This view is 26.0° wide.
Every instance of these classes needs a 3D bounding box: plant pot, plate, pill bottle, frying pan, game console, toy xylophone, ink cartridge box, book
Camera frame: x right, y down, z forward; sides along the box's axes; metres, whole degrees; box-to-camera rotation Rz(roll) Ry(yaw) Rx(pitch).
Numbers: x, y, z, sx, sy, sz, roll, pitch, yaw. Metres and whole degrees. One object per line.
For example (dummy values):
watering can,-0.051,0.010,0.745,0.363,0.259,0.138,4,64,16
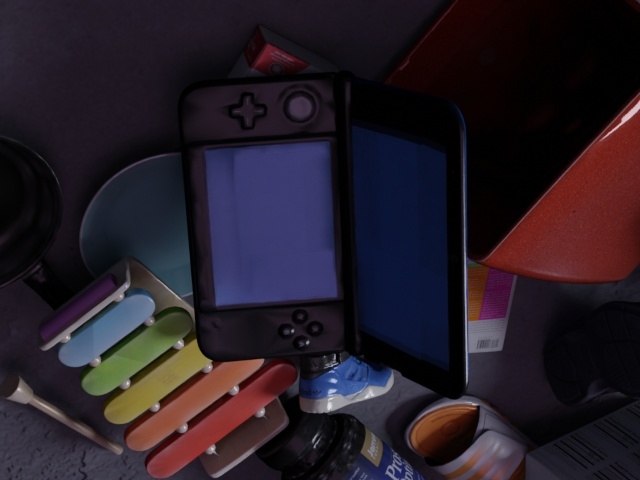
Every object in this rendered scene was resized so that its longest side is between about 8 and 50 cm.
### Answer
plant pot,0.248,-0.109,1.377,0.235,0.267,0.267,28,110,-42
plate,-0.159,-0.017,1.436,0.188,0.024,0.188,-11,130,-14
pill bottle,0.034,0.279,1.601,0.123,0.123,0.219,-43,108,12
frying pan,-0.303,-0.010,1.398,0.326,0.053,0.197,19,115,-36
game console,0.000,0.000,1.310,0.250,0.173,0.293,-5,109,-5
toy xylophone,-0.188,0.152,1.486,0.236,0.081,0.322,-43,130,14
ink cartridge box,-0.052,-0.131,1.388,0.099,0.056,0.135,25,111,-25
book,0.174,0.065,1.577,0.096,0.035,0.144,-2,120,-17

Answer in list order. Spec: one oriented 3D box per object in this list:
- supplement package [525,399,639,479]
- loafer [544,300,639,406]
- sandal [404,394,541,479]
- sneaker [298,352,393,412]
supplement package,0.370,0.331,1.682,0.203,0.149,0.194,-19,124,-26
loafer,0.347,0.120,1.536,0.095,0.302,0.109,-14,81,-17
sandal,0.222,0.275,1.685,0.265,0.076,0.102,30,108,-27
sneaker,0.030,0.135,1.547,0.152,0.058,0.085,-12,102,-48
